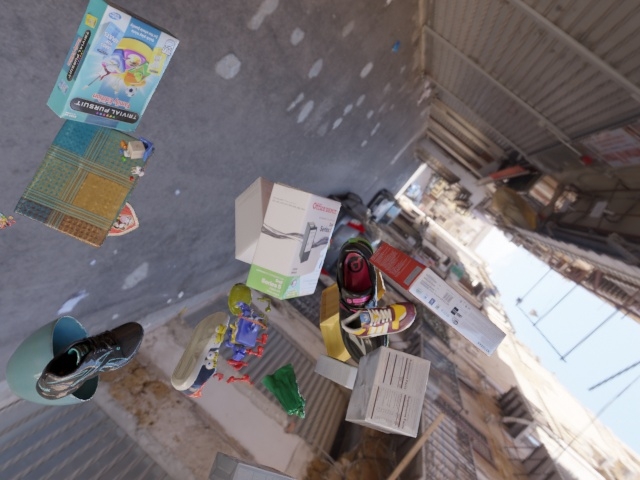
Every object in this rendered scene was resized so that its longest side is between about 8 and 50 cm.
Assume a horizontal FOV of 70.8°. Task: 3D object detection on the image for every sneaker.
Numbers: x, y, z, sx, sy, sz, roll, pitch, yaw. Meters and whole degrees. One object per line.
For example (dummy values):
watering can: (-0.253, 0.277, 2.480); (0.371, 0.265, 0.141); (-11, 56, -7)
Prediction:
sneaker: (0.130, 0.230, 1.629); (0.185, 0.482, 0.202); (-11, 177, 15)
sneaker: (-0.445, 0.448, 1.766); (0.350, 0.131, 0.148); (-63, 140, -37)
sneaker: (0.141, 0.194, 1.099); (0.186, 0.069, 0.084); (-27, 145, 28)
sneaker: (-0.540, 0.275, 1.085); (0.267, 0.101, 0.106); (-38, 162, -45)

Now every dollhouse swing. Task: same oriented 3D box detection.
dollhouse swing: (0.166, 0.342, 2.062); (0.305, 0.315, 0.347); (-14, -164, 5)

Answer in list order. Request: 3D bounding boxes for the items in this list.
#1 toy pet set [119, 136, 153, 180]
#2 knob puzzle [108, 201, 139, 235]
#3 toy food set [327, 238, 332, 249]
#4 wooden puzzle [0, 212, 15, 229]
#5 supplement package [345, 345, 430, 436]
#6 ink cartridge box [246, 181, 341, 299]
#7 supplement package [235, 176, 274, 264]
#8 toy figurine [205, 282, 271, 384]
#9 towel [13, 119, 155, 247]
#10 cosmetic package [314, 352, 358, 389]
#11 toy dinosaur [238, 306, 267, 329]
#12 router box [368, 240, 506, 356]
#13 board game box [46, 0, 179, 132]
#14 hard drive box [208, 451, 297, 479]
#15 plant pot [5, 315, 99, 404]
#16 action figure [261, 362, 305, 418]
toy pet set: (-0.552, -0.261, 1.363); (0.065, 0.122, 0.114); (-14, 159, -37)
knob puzzle: (-0.715, -0.081, 1.524); (0.213, 0.213, 0.030); (-53, -153, 28)
toy food set: (0.000, 0.000, 1.555); (0.083, 0.083, 0.020); (-27, -172, 36)
wooden puzzle: (-1.031, -0.060, 1.445); (0.083, 0.006, 0.049); (-26, 127, -8)
supplement package: (0.188, 0.437, 1.300); (0.262, 0.145, 0.204); (113, -5, -67)
ink cartridge box: (-0.066, 0.002, 1.181); (0.198, 0.115, 0.272); (4, 104, -66)
supplement package: (-0.212, -0.061, 1.740); (0.175, 0.178, 0.292); (-35, -134, 32)
toy figurine: (-0.236, 0.298, 1.547); (0.217, 0.191, 0.362); (-38, -147, 52)
towel: (-0.731, -0.194, 1.413); (0.370, 0.272, 0.040); (-66, -166, -10)
cosmetic package: (0.088, 0.522, 1.778); (0.231, 0.117, 0.085); (-2, -115, 58)
toy dinosaur: (-0.212, 0.242, 1.398); (0.082, 0.090, 0.047); (-10, 169, -12)
router box: (0.331, 0.161, 1.320); (0.082, 0.335, 0.301); (-51, -162, 1)
board game box: (-0.600, -0.497, 1.320); (0.336, 0.079, 0.254); (-55, 160, 18)
hard drive box: (-0.228, 0.796, 1.504); (0.181, 0.232, 0.089); (-17, -132, 53)
plant pot: (-0.898, 0.418, 1.485); (0.196, 0.290, 0.290); (-18, 169, -6)
action figure: (-0.119, 0.583, 1.706); (0.137, 0.232, 0.063); (-33, 129, -11)
